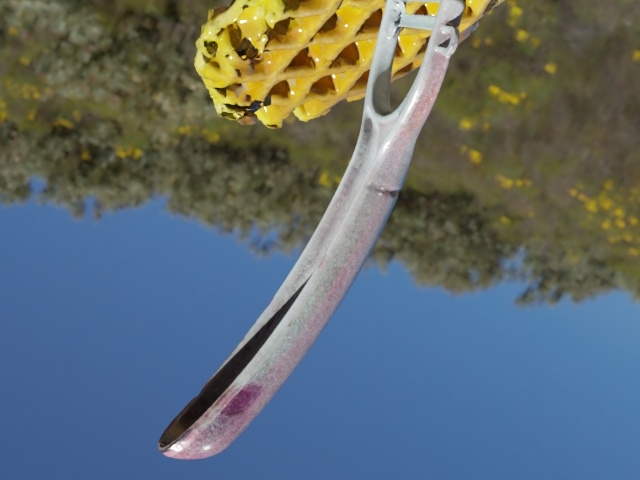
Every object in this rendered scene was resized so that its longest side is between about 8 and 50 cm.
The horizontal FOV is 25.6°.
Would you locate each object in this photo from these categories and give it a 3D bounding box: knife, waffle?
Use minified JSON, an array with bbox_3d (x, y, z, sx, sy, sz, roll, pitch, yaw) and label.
[{"bbox_3d":[0.002,0.001,0.735,0.053,0.278,0.123,27,-177,-12],"label":"knife"},{"bbox_3d":[0.035,-0.189,1.195,0.068,0.302,0.325,62,-173,15],"label":"waffle"}]
